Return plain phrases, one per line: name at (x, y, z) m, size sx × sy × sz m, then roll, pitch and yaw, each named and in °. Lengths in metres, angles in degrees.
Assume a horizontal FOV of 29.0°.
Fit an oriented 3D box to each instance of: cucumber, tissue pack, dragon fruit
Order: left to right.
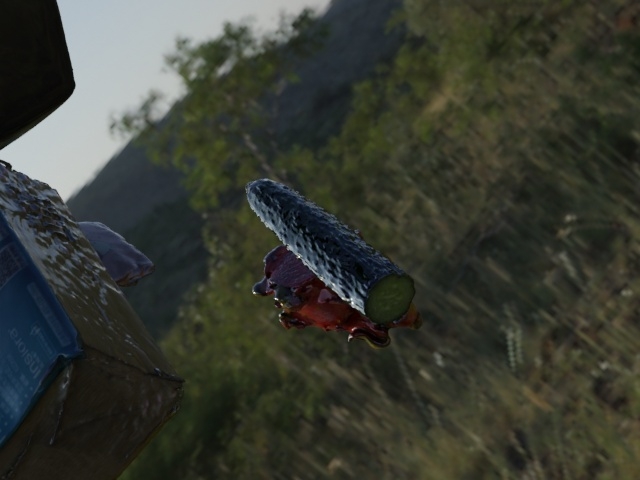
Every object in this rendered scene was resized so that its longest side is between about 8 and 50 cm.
tissue pack at (-0.249, 0.082, 0.973) m, size 0.192 × 0.134 × 0.271 m, roll -50°, pitch 50°, yaw 13°
cucumber at (0.000, 0.000, 1.375) m, size 0.067 × 0.067 × 0.293 m, roll -51°, pitch 42°, yaw 1°
dragon fruit at (0.028, 0.059, 1.487) m, size 0.150 × 0.208 × 0.133 m, roll 111°, pitch -176°, yaw -61°

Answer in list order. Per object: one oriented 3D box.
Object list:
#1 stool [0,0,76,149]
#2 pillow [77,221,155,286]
stool at (-0.393, -0.195, 1.345) m, size 0.141 × 0.232 × 0.232 m, roll -27°, pitch 23°, yaw 48°
pillow at (-0.303, 0.045, 1.255) m, size 0.248 × 0.135 × 0.049 m, roll -18°, pitch -51°, yaw -34°
